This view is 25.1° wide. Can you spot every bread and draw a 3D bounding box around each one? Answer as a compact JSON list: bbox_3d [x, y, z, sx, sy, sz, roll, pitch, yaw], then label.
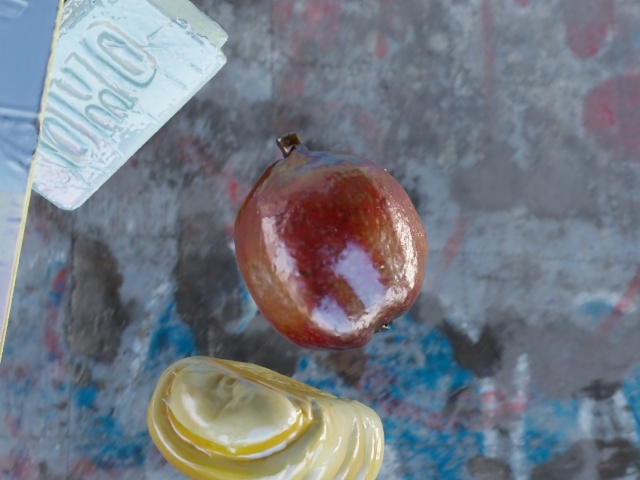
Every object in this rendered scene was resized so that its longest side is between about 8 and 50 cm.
[{"bbox_3d":[-0.036,0.121,0.887,0.119,0.177,0.084,20,85,24],"label":"bread"}]

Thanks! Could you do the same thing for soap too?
[{"bbox_3d":[-0.227,-0.161,1.470,0.150,0.261,0.094,36,27,-28],"label":"soap"}]

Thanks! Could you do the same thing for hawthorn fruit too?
[{"bbox_3d":[0.000,0.000,1.228,0.169,0.169,0.188,-32,90,-23],"label":"hawthorn fruit"}]

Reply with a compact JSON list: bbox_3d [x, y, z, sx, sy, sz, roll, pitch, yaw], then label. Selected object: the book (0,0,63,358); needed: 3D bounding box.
[{"bbox_3d":[-0.332,-0.066,1.009,0.262,0.028,0.374,6,110,-20],"label":"book"}]
